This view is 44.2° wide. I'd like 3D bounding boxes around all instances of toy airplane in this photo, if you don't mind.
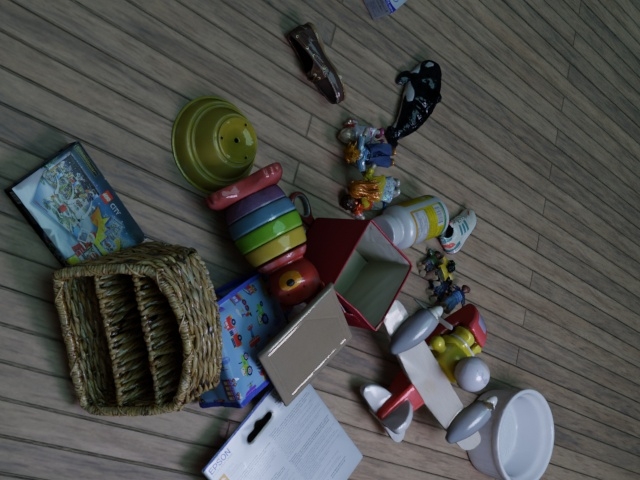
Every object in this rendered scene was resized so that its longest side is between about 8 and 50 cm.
[{"bbox_3d":[0.291,0.340,1.979,0.386,0.272,0.384,10,82,-41],"label":"toy airplane"}]

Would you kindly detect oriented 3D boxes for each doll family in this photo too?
[{"bbox_3d":[0.120,-0.182,1.954,0.163,0.118,0.263,-3,90,-41],"label":"doll family"},{"bbox_3d":[0.347,0.110,2.176,0.111,0.076,0.193,-38,117,-41],"label":"doll family"}]

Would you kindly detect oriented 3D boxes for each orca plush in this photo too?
[{"bbox_3d":[0.268,-0.379,2.104,0.287,0.102,0.151,-48,118,-32],"label":"orca plush"}]

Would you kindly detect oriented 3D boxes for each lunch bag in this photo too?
[{"bbox_3d":[-0.155,0.196,1.704,0.293,0.138,0.221,-28,104,-48],"label":"lunch bag"}]

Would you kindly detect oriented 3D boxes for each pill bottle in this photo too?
[{"bbox_3d":[0.227,-0.043,2.042,0.208,0.117,0.118,-19,101,-41],"label":"pill bottle"}]

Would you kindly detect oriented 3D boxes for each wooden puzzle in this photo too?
[{"bbox_3d":[-0.033,0.222,1.692,0.221,0.044,0.239,-44,145,-20],"label":"wooden puzzle"}]

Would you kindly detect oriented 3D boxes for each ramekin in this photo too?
[{"bbox_3d":[0.543,0.563,2.281,0.277,0.135,0.277,2,87,-41],"label":"ramekin"}]

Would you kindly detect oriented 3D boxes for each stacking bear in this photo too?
[{"bbox_3d":[-0.099,0.005,1.680,0.175,0.164,0.289,-27,90,-1],"label":"stacking bear"}]

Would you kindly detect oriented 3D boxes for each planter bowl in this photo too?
[{"bbox_3d":[-0.203,-0.210,1.691,0.217,0.090,0.217,3,86,-41],"label":"planter bowl"}]

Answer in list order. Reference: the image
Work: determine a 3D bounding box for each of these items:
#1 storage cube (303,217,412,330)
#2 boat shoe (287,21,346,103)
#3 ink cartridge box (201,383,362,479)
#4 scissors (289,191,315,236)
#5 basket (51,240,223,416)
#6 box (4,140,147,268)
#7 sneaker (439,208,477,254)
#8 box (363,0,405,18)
[{"bbox_3d":[0.060,0.073,1.827,0.183,0.193,0.215,45,64,-33],"label":"storage cube"},{"bbox_3d":[-0.012,-0.414,1.884,0.073,0.073,0.207,-39,106,-34],"label":"boat shoe"},{"bbox_3d":[-0.087,0.498,1.776,0.324,0.071,0.330,-47,114,-32],"label":"ink cartridge box"},{"bbox_3d":[0.000,0.000,1.910,0.297,0.021,0.109,46,59,-31],"label":"scissors"},{"bbox_3d":[-0.325,0.173,1.451,0.223,0.213,0.299,-21,112,-45],"label":"basket"},{"bbox_3d":[-0.457,-0.047,1.490,0.159,0.044,0.233,-46,117,-33],"label":"box"},{"bbox_3d":[0.385,-0.041,2.221,0.075,0.057,0.161,51,60,-34],"label":"sneaker"},{"bbox_3d":[0.168,-0.668,2.050,0.137,0.072,0.126,-48,119,-32],"label":"box"}]
